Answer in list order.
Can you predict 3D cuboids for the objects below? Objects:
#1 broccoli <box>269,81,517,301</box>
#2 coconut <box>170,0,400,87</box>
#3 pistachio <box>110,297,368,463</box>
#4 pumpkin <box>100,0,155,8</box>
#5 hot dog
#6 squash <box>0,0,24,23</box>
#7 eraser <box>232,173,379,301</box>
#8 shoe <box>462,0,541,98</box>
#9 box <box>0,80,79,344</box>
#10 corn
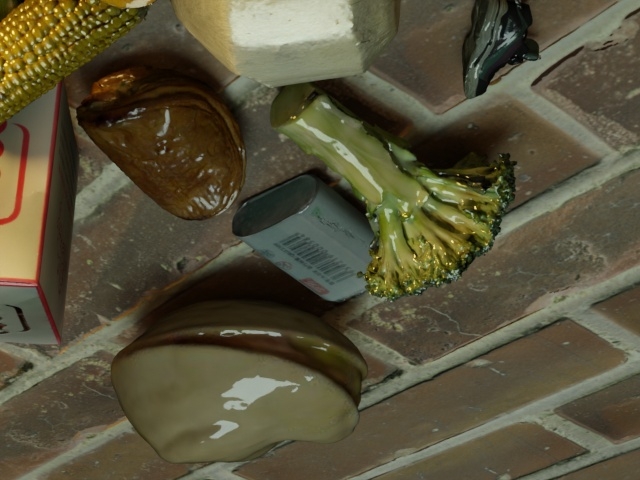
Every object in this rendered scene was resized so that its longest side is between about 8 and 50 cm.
[{"bbox_3d":[0.077,-0.074,1.787,0.361,0.221,0.252,23,135,-9],"label":"broccoli"},{"bbox_3d":[-0.041,-0.293,1.437,0.265,0.237,0.237,-7,144,4],"label":"coconut"},{"bbox_3d":[-0.138,0.246,2.171,0.445,0.281,0.365,-1,149,13],"label":"pistachio"},{"bbox_3d":[-0.207,-0.363,1.446,0.119,0.108,0.183,16,115,-6],"label":"pumpkin"},{"bbox_3d":[-0.213,-0.136,1.773,0.196,0.122,0.272,-13,146,25],"label":"hot dog"},{"bbox_3d":[-0.387,-0.329,1.540,0.071,0.080,0.318,-28,161,-31],"label":"squash"},{"bbox_3d":[0.000,0.000,1.983,0.174,0.081,0.227,-25,135,29],"label":"eraser"},{"bbox_3d":[0.235,-0.245,1.626,0.099,0.071,0.169,3,142,-5],"label":"shoe"},{"bbox_3d":[-0.494,-0.044,1.714,0.300,0.312,0.314,3,161,-5],"label":"box"},{"bbox_3d":[-0.334,-0.243,1.550,0.318,0.115,0.115,-36,137,3],"label":"corn"}]
